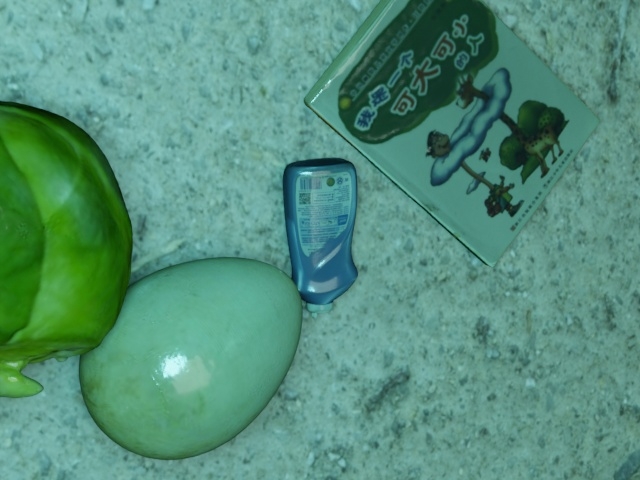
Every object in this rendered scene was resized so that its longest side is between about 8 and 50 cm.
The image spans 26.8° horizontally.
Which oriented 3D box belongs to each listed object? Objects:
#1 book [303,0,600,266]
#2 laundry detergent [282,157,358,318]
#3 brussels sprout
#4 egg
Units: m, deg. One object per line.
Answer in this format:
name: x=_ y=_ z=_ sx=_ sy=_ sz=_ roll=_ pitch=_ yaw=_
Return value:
book: x=0.185 y=-0.169 z=1.779 sx=0.371 sy=0.043 sz=0.260 roll=39 pitch=85 yaw=-27
laundry detergent: x=0.001 y=0.001 z=1.719 sx=0.097 sy=0.061 sz=0.206 roll=-7 pitch=104 yaw=-26
brussels sprout: x=-0.391 y=0.001 z=1.432 sx=0.371 sy=0.276 sz=0.314 roll=-20 pitch=122 yaw=-12
egg: x=-0.145 y=0.132 z=1.596 sx=0.295 sy=0.218 sz=0.218 roll=-32 pitch=113 yaw=-25
